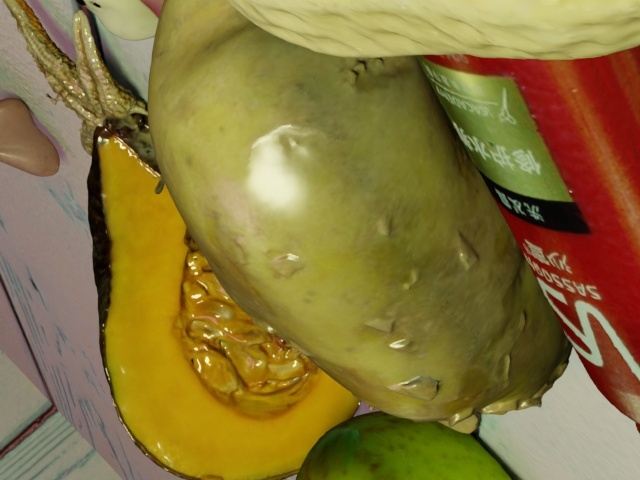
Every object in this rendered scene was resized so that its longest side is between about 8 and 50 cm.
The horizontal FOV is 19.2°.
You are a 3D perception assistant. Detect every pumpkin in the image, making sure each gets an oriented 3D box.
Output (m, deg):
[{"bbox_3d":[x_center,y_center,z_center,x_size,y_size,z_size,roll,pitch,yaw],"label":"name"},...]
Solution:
[{"bbox_3d":[-0.113,0.070,1.379,0.278,0.163,0.111,42,164,-10],"label":"pumpkin"}]

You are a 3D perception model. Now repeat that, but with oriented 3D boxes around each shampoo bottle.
[{"bbox_3d":[0.127,-0.004,0.798,0.118,0.076,0.314,22,149,52],"label":"shampoo bottle"}]

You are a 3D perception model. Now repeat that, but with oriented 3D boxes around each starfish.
[{"bbox_3d":[-0.160,-0.085,1.432,0.138,0.050,0.247,31,153,52],"label":"starfish"}]

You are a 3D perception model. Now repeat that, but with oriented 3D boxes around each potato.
[{"bbox_3d":[0.025,-0.020,0.877,0.296,0.141,0.192,47,-148,-36],"label":"potato"}]

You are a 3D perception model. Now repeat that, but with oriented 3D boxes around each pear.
[{"bbox_3d":[0.044,0.254,1.324,0.255,0.238,0.164,55,169,-27],"label":"pear"}]

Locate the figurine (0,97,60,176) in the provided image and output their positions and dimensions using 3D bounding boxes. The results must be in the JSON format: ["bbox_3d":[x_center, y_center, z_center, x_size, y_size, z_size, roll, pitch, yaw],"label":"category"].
[{"bbox_3d":[-0.418,-0.185,1.729,0.421,0.154,0.193,54,131,13],"label":"figurine"}]

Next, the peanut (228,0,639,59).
[{"bbox_3d":[0.046,-0.130,0.587,0.313,0.152,0.152,16,144,58],"label":"peanut"}]

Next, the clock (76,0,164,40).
[{"bbox_3d":[-0.095,-0.175,0.932,0.144,0.103,0.231,62,175,7],"label":"clock"}]
